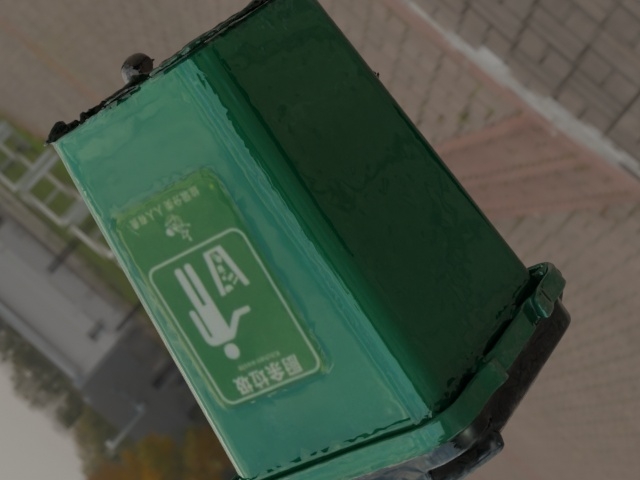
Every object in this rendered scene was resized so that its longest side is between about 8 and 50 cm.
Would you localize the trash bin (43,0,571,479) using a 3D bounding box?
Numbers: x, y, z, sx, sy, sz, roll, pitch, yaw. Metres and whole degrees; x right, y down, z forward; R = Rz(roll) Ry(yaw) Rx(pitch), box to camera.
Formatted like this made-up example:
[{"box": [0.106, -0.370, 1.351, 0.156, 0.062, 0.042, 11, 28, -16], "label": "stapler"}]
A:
[{"box": [0.000, 0.000, 1.166, 0.259, 0.295, 0.381, -25, 102, 38], "label": "trash bin"}]

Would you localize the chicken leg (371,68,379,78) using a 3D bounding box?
[{"box": [0.079, -0.074, 1.578, 0.106, 0.051, 0.253, -112, 0, -67], "label": "chicken leg"}]

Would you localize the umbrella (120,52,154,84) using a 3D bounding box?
[{"box": [-0.133, -0.092, 1.378, 0.071, 0.071, 0.248, 34, 157, 37], "label": "umbrella"}]
